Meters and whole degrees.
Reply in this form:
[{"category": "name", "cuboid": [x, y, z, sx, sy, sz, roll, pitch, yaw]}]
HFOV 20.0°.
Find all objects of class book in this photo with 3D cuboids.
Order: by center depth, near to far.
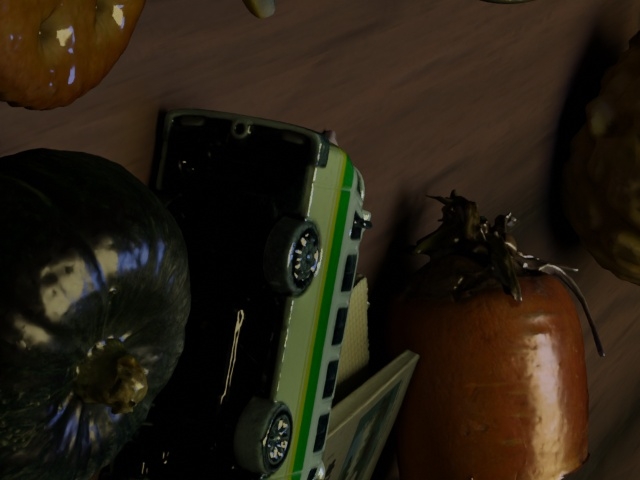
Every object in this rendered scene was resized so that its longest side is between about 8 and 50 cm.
[{"category": "book", "cuboid": [-0.001, 0.222, 1.583, 0.283, 0.025, 0.214, -34, 147, -61]}]

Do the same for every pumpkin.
[{"category": "pumpkin", "cuboid": [-0.159, 0.050, 1.029, 0.211, 0.152, 0.211, -34, 130, -53]}]

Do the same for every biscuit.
[{"category": "biscuit", "cuboid": [-0.162, -0.184, 1.038, 0.220, 0.066, 0.220, 13, 90, -69]}, {"category": "biscuit", "cuboid": [-0.013, 0.118, 1.553, 0.199, 0.041, 0.121, -43, 140, -53]}]

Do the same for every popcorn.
[{"category": "popcorn", "cuboid": [0.500, -0.091, 2.287, 0.390, 0.354, 0.344, -23, 139, -65]}]

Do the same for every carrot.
[{"category": "carrot", "cuboid": [0.162, 0.117, 1.739, 0.193, 0.214, 0.331, -28, 108, -76]}]

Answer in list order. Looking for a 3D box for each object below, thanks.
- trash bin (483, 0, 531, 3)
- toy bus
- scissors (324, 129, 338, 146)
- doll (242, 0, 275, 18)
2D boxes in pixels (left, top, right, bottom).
[{"category": "trash bin", "cuboid": [0.173, -0.370, 1.565, 0.214, 0.214, 0.333, 22, 76, -67]}, {"category": "toy bus", "cuboid": [-0.052, 0.052, 1.311, 0.165, 0.134, 0.276, 6, 95, -67]}, {"category": "scissors", "cuboid": [0.000, 0.000, 1.530, 0.100, 0.015, 0.189, 66, 31, -58]}, {"category": "doll", "cuboid": [-0.078, -0.290, 1.133, 0.103, 0.145, 0.316, -25, 127, -12]}]
